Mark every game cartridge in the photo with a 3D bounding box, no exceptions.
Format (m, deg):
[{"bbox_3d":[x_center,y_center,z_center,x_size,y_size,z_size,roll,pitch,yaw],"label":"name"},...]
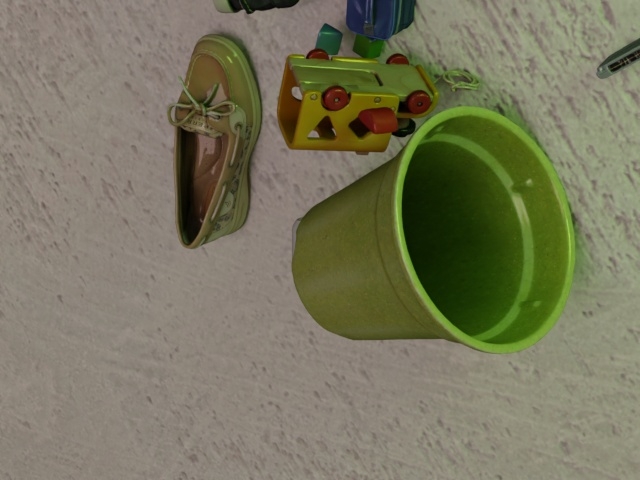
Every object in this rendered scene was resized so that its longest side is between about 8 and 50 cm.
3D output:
[{"bbox_3d":[0.334,-0.201,1.405,0.083,0.056,0.017,-28,103,41],"label":"game cartridge"}]

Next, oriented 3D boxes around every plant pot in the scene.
[{"bbox_3d":[0.109,0.012,1.549,0.254,0.276,0.276,-19,101,50],"label":"plant pot"}]

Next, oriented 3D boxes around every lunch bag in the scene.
[{"bbox_3d":[0.067,-0.278,1.538,0.067,0.065,0.098,17,120,26],"label":"lunch bag"}]

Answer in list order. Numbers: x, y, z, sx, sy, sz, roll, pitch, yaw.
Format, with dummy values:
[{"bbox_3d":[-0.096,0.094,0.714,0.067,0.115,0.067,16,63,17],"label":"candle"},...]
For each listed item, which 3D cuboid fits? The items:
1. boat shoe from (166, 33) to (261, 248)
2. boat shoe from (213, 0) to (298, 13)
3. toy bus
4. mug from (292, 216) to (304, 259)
[{"bbox_3d":[-0.143,-0.124,1.737,0.104,0.089,0.285,15,119,28],"label":"boat shoe"},{"bbox_3d":[-0.063,-0.423,1.520,0.113,0.127,0.340,9,111,15],"label":"boat shoe"},{"bbox_3d":[0.049,-0.151,1.532,0.202,0.191,0.104,28,127,19],"label":"toy bus"},{"bbox_3d":[-0.003,0.000,1.736,0.062,0.078,0.064,-164,64,-65],"label":"mug"}]
